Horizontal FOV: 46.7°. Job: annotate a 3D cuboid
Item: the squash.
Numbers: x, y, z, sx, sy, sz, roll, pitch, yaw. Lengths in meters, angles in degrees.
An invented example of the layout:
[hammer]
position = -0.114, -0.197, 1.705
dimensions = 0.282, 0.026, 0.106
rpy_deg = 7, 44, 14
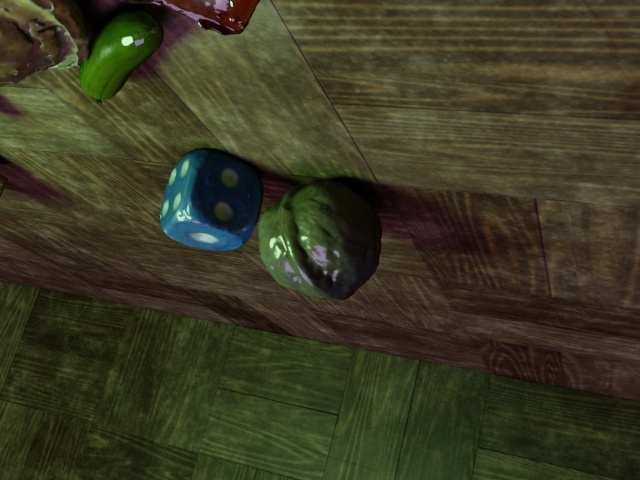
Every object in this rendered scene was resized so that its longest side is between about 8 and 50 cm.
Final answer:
[squash]
position = -0.266, -0.239, 0.957
dimensions = 0.069, 0.069, 0.258
rpy_deg = 24, 160, -27

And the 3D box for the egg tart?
[egg tart]
position = -0.453, -0.270, 0.868
dimensions = 0.352, 0.149, 0.352
rpy_deg = 18, 168, 4

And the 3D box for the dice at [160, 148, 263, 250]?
[dice]
position = -0.191, -0.068, 1.298
dimensions = 0.143, 0.146, 0.146
rpy_deg = 22, 161, -27

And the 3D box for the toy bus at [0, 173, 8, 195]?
[toy bus]
position = -0.874, -0.145, 1.480
dimensions = 0.203, 0.232, 0.427
rpy_deg = 4, 160, 33

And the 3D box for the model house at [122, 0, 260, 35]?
[model house]
position = -0.087, -0.288, 0.505
dimensions = 0.196, 0.159, 0.254
rpy_deg = 21, 160, -19

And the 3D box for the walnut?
[walnut]
position = 0.000, 0.000, 1.268
dimensions = 0.224, 0.224, 0.224
rpy_deg = 14, 163, 4
